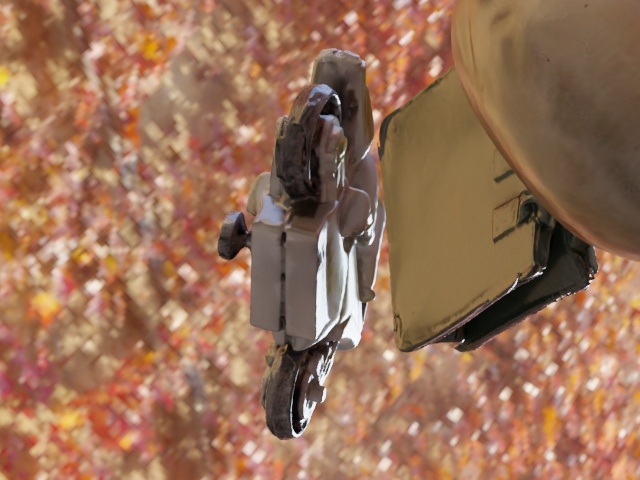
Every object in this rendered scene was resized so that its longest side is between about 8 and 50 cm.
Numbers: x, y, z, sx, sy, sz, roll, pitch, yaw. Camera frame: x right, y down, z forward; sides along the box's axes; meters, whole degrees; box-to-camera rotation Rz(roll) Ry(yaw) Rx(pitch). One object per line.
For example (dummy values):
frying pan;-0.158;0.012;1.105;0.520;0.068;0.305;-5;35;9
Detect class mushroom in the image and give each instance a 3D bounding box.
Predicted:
mushroom;0.252;-0.137;1.160;0.290;0.292;0.292;-41;-84;4

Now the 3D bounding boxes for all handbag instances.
handbag;0.144;-0.043;1.461;0.079;0.247;0.260;7;-23;-24

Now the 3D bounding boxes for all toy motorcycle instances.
toy motorcycle;0.000;0.000;0.978;0.074;0.151;0.228;10;-64;16
